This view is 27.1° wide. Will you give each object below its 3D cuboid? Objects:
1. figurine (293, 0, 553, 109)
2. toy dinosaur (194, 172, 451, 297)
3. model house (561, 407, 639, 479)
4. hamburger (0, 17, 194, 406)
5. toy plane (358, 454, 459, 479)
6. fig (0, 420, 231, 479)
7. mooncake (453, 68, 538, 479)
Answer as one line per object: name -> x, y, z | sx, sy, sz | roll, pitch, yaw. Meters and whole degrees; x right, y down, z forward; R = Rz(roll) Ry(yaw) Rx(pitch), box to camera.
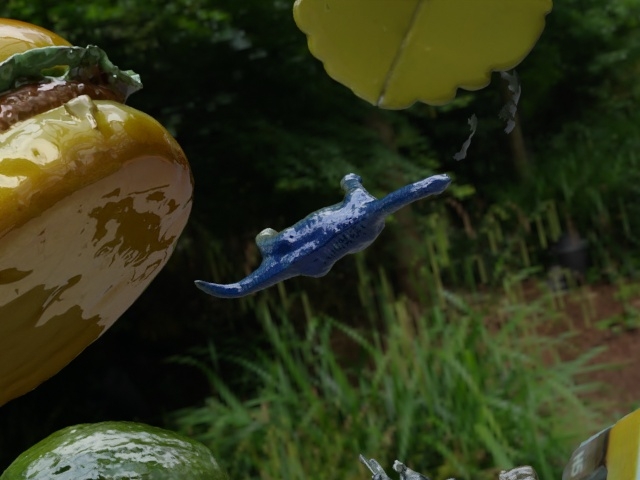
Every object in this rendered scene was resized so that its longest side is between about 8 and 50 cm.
figurine -> 0.048, -0.206, 0.910 | 0.168, 0.187, 0.315 | -4, 14, -6
toy dinosaur -> 0.000, 0.000, 1.247 | 0.247, 0.075, 0.188 | -28, 6, -5
model house -> 0.214, 0.147, 0.489 | 0.215, 0.224, 0.198 | -43, 21, 44
hamburger -> -0.197, -0.022, 0.713 | 0.246, 0.170, 0.246 | -41, -16, -15
toy plane -> 0.139, 0.277, 1.165 | 0.088, 0.262, 0.192 | -53, 23, 11
fig -> -0.177, 0.224, 0.924 | 0.203, 0.203, 0.235 | -11, -11, 42
mooncake -> 0.138, 0.053, 1.012 | 0.057, 0.347, 0.150 | -7, 24, -7
